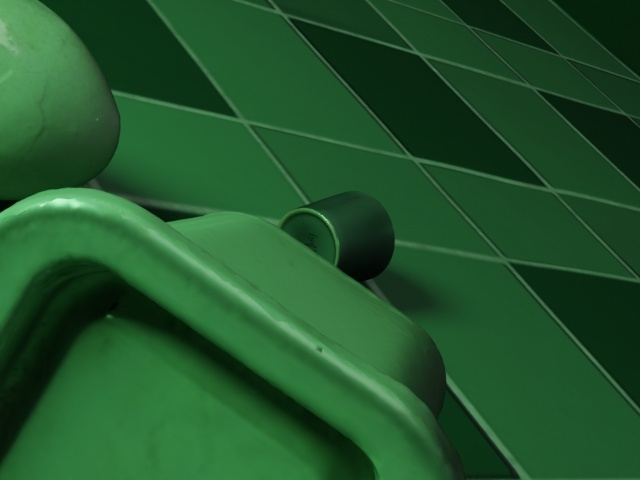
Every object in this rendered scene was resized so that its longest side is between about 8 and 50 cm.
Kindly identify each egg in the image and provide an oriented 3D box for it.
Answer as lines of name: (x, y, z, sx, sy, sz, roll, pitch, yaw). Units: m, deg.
egg: (-0.238, -0.107, 0.968, 0.209, 0.151, 0.151, 24, 24, -18)

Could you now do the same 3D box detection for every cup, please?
cup: (0.000, 0.000, 1.164, 0.100, 0.078, 0.077, 6, 11, 36)

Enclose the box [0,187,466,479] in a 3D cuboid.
box: (-0.078, 0.133, 0.522, 0.175, 0.311, 0.182, 35, 14, 7)
